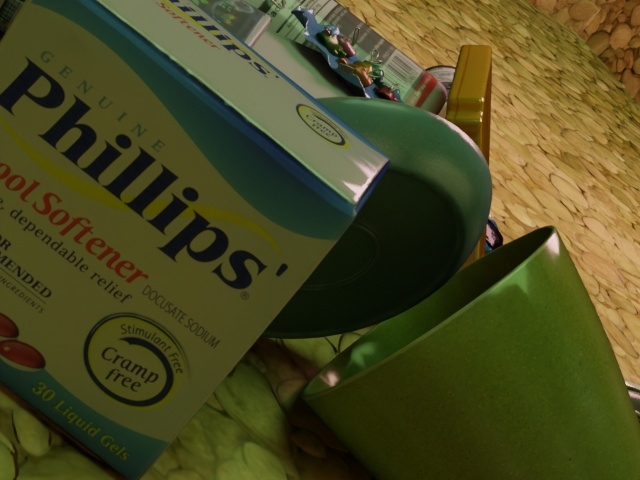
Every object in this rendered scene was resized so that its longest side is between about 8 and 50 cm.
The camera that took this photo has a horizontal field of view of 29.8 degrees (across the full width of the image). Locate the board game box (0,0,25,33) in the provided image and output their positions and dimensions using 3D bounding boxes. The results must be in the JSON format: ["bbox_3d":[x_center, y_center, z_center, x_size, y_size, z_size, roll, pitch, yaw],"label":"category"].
[{"bbox_3d":[-0.287,-0.239,1.064,0.194,0.060,0.194,32,24,-12],"label":"board game box"}]

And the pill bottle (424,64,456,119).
[{"bbox_3d":[0.197,-0.202,1.926,0.130,0.130,0.246,34,24,-11],"label":"pill bottle"}]

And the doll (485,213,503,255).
[{"bbox_3d":[0.218,-0.024,1.741,0.189,0.046,0.129,44,25,14],"label":"doll"}]

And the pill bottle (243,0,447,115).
[{"bbox_3d":[-0.041,-0.214,1.501,0.363,0.210,0.210,38,23,-2],"label":"pill bottle"}]

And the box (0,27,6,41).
[{"bbox_3d":[-0.330,-0.205,1.170,0.148,0.121,0.311,28,26,-25],"label":"box"}]

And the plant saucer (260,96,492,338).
[{"bbox_3d":[0.000,0.000,1.055,0.317,0.317,0.044,21,42,-36],"label":"plant saucer"}]

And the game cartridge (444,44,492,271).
[{"bbox_3d":[0.166,-0.039,1.391,0.052,0.324,0.285,2,21,10],"label":"game cartridge"}]

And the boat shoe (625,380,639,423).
[{"bbox_3d":[0.398,0.260,1.409,0.305,0.109,0.091,33,19,-22],"label":"boat shoe"}]

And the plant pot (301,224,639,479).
[{"bbox_3d":[0.176,0.183,1.086,0.294,0.274,0.275,56,24,-1],"label":"plant pot"}]

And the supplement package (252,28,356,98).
[{"bbox_3d":[-0.112,-0.113,1.217,0.261,0.204,0.145,17,32,-42],"label":"supplement package"}]

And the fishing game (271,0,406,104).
[{"bbox_3d":[0.043,-0.196,1.307,0.264,0.041,0.189,42,16,-10],"label":"fishing game"}]

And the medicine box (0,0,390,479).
[{"bbox_3d":[-0.142,-0.020,0.896,0.263,0.289,0.149,38,24,-2],"label":"medicine box"}]

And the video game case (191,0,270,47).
[{"bbox_3d":[-0.142,-0.206,1.065,0.173,0.022,0.190,30,29,-4],"label":"video game case"}]
